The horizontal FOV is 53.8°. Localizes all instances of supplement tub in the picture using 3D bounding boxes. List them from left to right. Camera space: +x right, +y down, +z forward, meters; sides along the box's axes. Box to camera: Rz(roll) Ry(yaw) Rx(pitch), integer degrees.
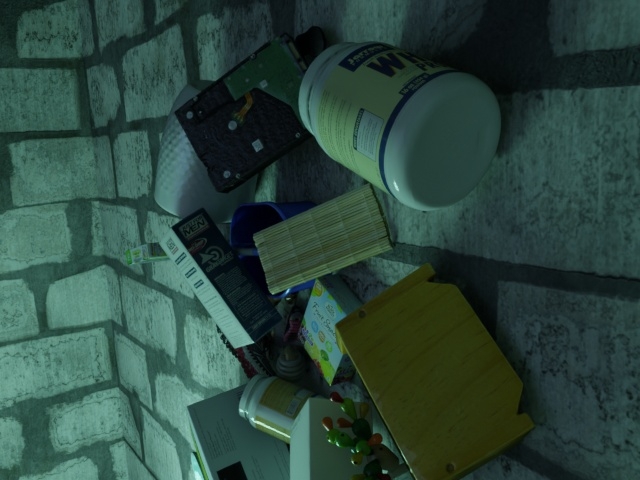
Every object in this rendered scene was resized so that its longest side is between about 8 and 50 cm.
[{"bbox_3d":[-0.095,0.439,1.635,0.200,0.144,0.144,18,116,21],"label":"supplement tub"},{"bbox_3d":[0.128,-0.217,1.122,0.325,0.235,0.235,39,129,45],"label":"supplement tub"}]

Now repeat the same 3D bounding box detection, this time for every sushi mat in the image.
[{"bbox_3d":[0.000,0.000,1.406,0.316,0.019,0.151,-23,81,22],"label":"sushi mat"}]

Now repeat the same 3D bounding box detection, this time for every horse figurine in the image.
[{"bbox_3d":[-0.165,0.147,1.805,0.263,0.066,0.174,43,137,40],"label":"horse figurine"}]

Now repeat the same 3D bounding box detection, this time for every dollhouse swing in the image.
[{"bbox_3d":[0.225,0.297,1.261,0.315,0.305,0.347,-35,61,9],"label":"dollhouse swing"}]

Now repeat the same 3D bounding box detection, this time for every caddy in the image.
[{"bbox_3d":[-0.121,0.019,1.606,0.341,0.179,0.241,1,97,57],"label":"caddy"}]

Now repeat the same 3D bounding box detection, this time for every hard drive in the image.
[{"bbox_3d":[-0.155,-0.296,1.489,0.339,0.064,0.237,-33,81,17],"label":"hard drive"}]

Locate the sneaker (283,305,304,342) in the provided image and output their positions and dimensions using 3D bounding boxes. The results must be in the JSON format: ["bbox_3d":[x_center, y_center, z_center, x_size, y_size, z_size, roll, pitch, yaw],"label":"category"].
[{"bbox_3d":[-0.074,0.227,1.716,0.057,0.047,0.119,-109,31,-50],"label":"sneaker"}]

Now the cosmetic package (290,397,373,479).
[{"bbox_3d":[0.025,0.549,1.358,0.197,0.155,0.365,113,159,-49],"label":"cosmetic package"}]

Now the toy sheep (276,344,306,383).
[{"bbox_3d":[-0.079,0.342,1.708,0.091,0.091,0.132,31,136,49],"label":"toy sheep"}]

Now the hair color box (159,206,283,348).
[{"bbox_3d":[-0.257,0.101,1.608,0.347,0.105,0.174,55,152,-3],"label":"hair color box"}]

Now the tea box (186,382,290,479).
[{"bbox_3d":[-0.223,0.624,1.797,0.329,0.220,0.323,64,159,23],"label":"tea box"}]

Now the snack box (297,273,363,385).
[{"bbox_3d":[0.032,0.214,1.520,0.174,0.070,0.207,50,134,39],"label":"snack box"}]

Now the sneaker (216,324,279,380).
[{"bbox_3d":[-0.185,0.329,1.848,0.299,0.112,0.121,52,155,17],"label":"sneaker"}]

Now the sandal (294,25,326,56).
[{"bbox_3d":[-0.016,-0.460,1.468,0.179,0.040,0.067,-145,59,-65],"label":"sandal"}]

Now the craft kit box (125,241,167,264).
[{"bbox_3d":[-0.491,0.034,2.099,0.246,0.250,0.061,-7,90,56],"label":"craft kit box"}]

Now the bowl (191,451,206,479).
[{"bbox_3d":[-0.296,0.812,2.041,0.311,0.163,0.311,166,90,-69],"label":"bowl"}]

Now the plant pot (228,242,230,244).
[{"bbox_3d":[-0.301,0.092,1.953,0.237,0.110,0.237,20,115,53],"label":"plant pot"}]

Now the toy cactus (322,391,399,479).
[{"bbox_3d":[0.097,0.407,1.252,0.112,0.180,0.219,-46,36,9],"label":"toy cactus"}]

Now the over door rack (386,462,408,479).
[{"bbox_3d":[0.156,0.680,1.412,0.239,0.108,0.324,57,140,30],"label":"over door rack"}]

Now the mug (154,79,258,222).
[{"bbox_3d":[-0.301,-0.275,1.758,0.374,0.276,0.328,-101,22,-63],"label":"mug"}]
